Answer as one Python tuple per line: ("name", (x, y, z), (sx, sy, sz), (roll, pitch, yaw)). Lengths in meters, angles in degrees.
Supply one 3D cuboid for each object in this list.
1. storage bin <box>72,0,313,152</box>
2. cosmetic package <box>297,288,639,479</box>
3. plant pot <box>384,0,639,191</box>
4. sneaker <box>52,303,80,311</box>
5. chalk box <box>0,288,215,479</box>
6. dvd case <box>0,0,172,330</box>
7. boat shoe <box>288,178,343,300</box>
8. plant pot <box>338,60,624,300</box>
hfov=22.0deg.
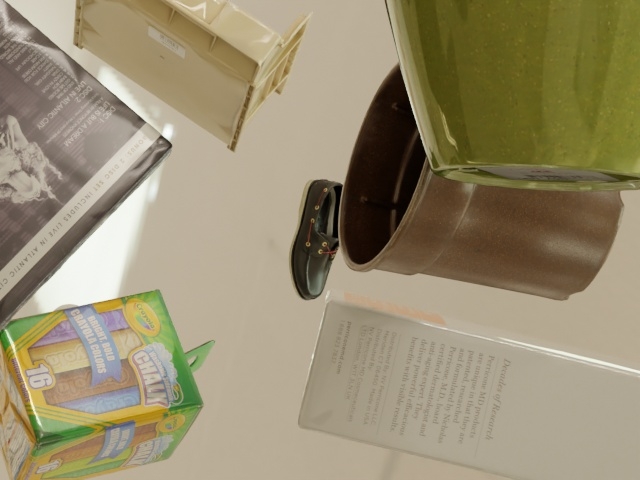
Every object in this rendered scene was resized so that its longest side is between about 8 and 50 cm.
("storage bin", (-0.165, -0.268, 2.044), (0.123, 0.262, 0.260), (-54, 178, -21))
("cosmetic package", (0.209, 0.190, 2.001), (0.230, 0.453, 0.161), (-102, -155, -88))
("plant pot", (0.143, -0.181, 0.971), (0.275, 0.275, 0.293), (176, -82, -65))
("sneaker", (-0.286, 0.155, 2.069), (0.115, 0.090, 0.232), (-68, 154, -45))
("chalk box", (-0.200, 0.141, 1.570), (0.132, 0.213, 0.132), (67, -28, 24))
("dvd case", (-0.223, -0.072, 0.986), (0.164, 0.221, 0.018), (-49, 178, -24))
("boat shoe", (-0.001, 0.000, 1.767), (0.042, 0.049, 0.133), (7, -93, 45))
("plant pot", (0.121, -0.036, 1.196), (0.167, 0.165, 0.167), (-164, -90, -74))
